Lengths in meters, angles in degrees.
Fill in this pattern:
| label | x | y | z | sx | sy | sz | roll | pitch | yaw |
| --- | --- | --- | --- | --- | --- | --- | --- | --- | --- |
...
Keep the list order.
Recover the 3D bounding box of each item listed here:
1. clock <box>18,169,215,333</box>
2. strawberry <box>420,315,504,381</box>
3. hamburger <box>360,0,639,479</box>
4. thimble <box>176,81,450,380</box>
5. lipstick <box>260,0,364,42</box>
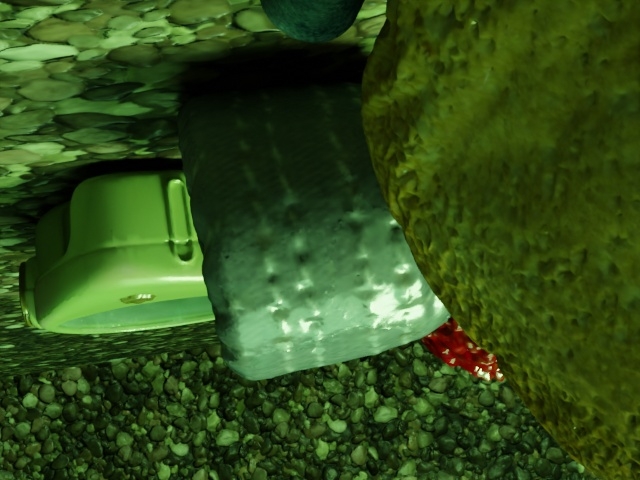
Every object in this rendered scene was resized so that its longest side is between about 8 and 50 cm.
| label | x | y | z | sx | sy | sz | roll | pitch | yaw |
| --- | --- | --- | --- | --- | --- | --- | --- | --- | --- |
| clock | -0.155 | 0.018 | 1.142 | 0.286 | 0.117 | 0.348 | -3 | 170 | -33 |
| strawberry | 0.115 | 0.003 | 0.965 | 0.138 | 0.233 | 0.306 | -12 | 163 | 9 |
| hamburger | 0.167 | -0.032 | 0.499 | 0.170 | 0.314 | 0.290 | -27 | 159 | -30 |
| thimble | -0.007 | -0.010 | 0.826 | 0.172 | 0.205 | 0.236 | -9 | 174 | -7 |
| lipstick | 0.019 | -0.151 | 0.474 | 0.053 | 0.053 | 0.234 | -6 | 169 | -14 |
